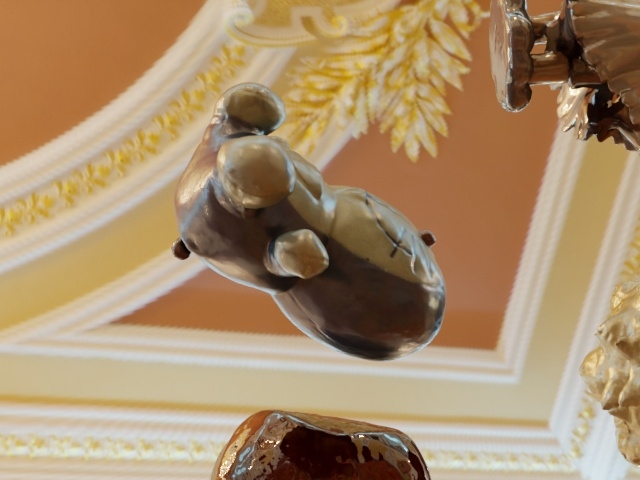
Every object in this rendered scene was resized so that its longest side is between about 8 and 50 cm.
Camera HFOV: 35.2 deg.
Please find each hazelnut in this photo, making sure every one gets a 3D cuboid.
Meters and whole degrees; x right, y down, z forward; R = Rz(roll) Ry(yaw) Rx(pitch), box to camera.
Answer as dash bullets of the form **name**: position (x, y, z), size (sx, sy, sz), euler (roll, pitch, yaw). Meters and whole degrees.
- **hazelnut**: position (-0.004, 0.268, 0.962), size (0.234, 0.218, 0.218), euler (12, -73, -27)

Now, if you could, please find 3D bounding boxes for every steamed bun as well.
- **steamed bun**: position (0.433, 0.144, 1.184), size (0.137, 0.292, 0.295), euler (20, -104, -48)

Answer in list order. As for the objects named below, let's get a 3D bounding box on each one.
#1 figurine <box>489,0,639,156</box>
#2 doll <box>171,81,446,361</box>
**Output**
- **figurine**: position (0.333, -0.151, 0.814), size (0.387, 0.207, 0.166), euler (1, -41, 0)
- **doll**: position (0.000, 0.000, 0.840), size (0.258, 0.228, 0.154), euler (29, -73, -21)
